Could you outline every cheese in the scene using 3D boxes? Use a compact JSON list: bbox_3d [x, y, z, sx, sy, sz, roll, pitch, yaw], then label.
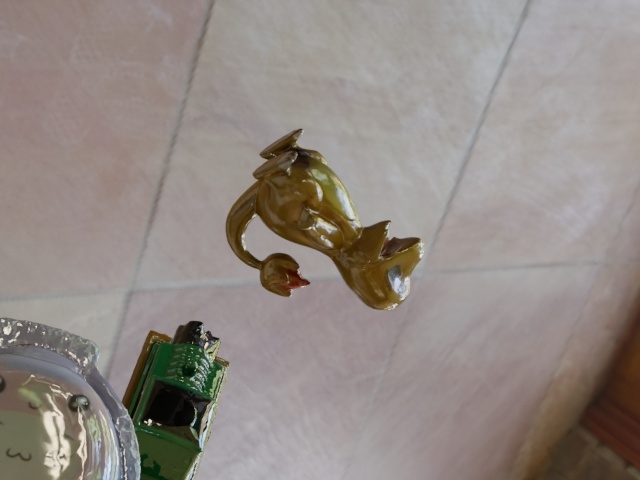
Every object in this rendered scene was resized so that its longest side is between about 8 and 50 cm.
[{"bbox_3d":[-0.160,0.142,0.494,0.135,0.245,0.052,16,139,-12],"label":"cheese"}]

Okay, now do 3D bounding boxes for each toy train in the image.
[{"bbox_3d":[-0.138,0.158,0.941,0.228,0.091,0.136,-75,-168,-47],"label":"toy train"}]

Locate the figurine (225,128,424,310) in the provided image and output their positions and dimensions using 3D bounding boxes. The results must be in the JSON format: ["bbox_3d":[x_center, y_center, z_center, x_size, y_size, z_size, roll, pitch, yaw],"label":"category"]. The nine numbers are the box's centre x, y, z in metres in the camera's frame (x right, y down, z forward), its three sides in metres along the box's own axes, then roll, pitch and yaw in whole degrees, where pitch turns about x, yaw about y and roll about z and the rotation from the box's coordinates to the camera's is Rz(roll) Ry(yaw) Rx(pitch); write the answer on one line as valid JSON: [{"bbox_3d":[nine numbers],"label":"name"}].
[{"bbox_3d":[-0.001,0.004,0.880,0.176,0.121,0.122,40,107,-10],"label":"figurine"}]
